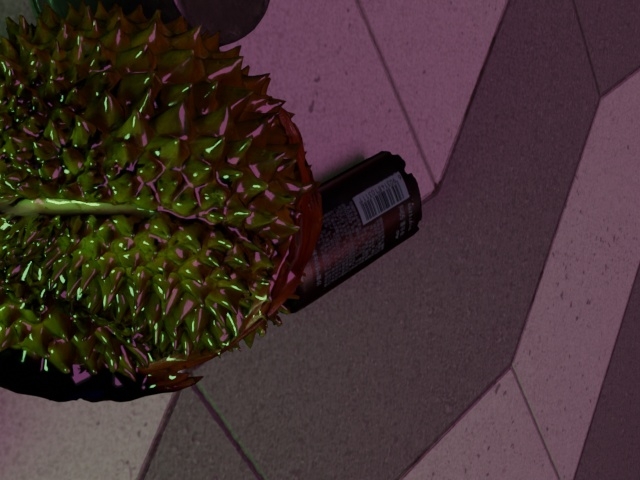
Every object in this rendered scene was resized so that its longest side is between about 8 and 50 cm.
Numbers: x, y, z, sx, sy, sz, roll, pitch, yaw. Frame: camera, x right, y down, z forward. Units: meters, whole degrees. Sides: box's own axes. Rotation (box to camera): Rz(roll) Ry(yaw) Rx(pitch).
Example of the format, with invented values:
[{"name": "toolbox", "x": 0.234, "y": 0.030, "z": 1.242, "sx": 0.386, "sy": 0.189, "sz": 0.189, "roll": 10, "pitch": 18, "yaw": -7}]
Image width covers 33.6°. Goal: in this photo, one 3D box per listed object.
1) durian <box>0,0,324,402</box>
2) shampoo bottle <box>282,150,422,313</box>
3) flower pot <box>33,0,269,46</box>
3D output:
[{"name": "durian", "x": -0.174, "y": -0.026, "z": 0.888, "sx": 0.384, "sy": 0.348, "sz": 0.347, "roll": 6, "pitch": 92, "yaw": -68}, {"name": "shampoo bottle", "x": 0.000, "y": 0.000, "z": 1.290, "sx": 0.323, "sy": 0.084, "sz": 0.129, "roll": -33, "pitch": 118, "yaw": -42}, {"name": "flower pot", "x": -0.143, "y": -0.259, "z": 1.015, "sx": 0.235, "sy": 0.148, "sz": 0.235, "roll": -13, "pitch": 107, "yaw": -48}]
